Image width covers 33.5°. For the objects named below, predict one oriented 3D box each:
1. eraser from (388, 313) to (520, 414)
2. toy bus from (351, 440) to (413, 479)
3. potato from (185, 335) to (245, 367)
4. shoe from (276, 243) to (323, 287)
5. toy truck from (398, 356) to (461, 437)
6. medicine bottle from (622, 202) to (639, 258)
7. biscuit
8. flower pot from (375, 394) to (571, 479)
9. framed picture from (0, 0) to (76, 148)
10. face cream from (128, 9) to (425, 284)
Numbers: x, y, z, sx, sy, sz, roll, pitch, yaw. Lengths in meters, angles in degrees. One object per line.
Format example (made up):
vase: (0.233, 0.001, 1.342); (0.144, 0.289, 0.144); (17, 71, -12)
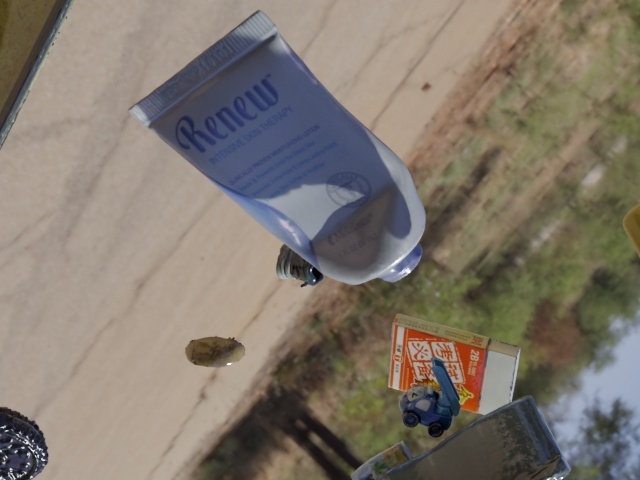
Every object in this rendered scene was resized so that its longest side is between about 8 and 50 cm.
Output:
eraser: (0.237, 0.228, 1.910); (0.038, 0.230, 0.157); (-55, 153, -50)
toy bus: (0.182, 0.530, 1.901); (0.136, 0.329, 0.109); (-27, 164, -5)
potato: (-0.162, 0.169, 1.598); (0.036, 0.093, 0.037); (-87, 173, -54)
shoe: (0.000, 0.000, 1.627); (0.071, 0.099, 0.169); (-10, 124, -59)
toy truck: (0.144, 0.197, 1.352); (0.056, 0.073, 0.090); (-78, -171, -72)
medicine bottle: (0.457, 0.052, 1.295); (0.095, 0.260, 0.064); (-11, 139, -5)
biscuit: (-0.492, 0.301, 1.539); (0.194, 0.195, 0.053); (-57, -152, 37)
flower pot: (0.191, 0.294, 1.330); (0.229, 0.108, 0.103); (-31, 159, 7)
framed picture: (-0.358, -0.158, 0.950); (0.338, 0.255, 0.014); (-58, 154, 15)
face cream: (-0.018, -0.093, 1.377); (0.235, 0.420, 0.137); (-30, -148, 32)
